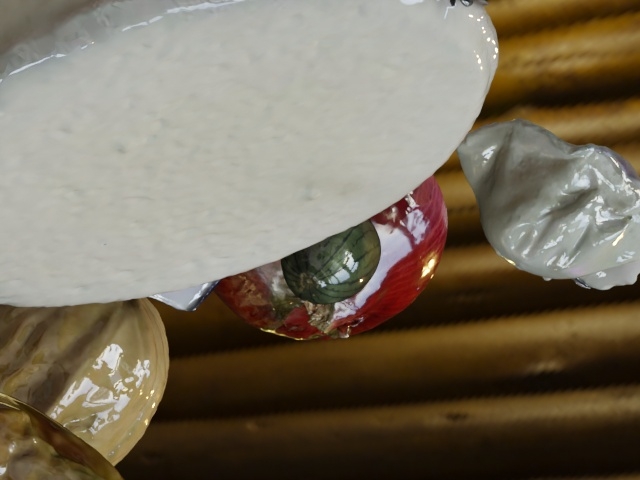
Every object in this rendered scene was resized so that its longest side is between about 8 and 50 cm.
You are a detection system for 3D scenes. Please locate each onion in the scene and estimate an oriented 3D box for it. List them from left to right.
[{"bbox_3d":[0.000,-0.009,1.603,0.248,0.248,0.161,-42,-153,-1],"label":"onion"}]

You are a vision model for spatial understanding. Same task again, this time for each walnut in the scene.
[{"bbox_3d":[-0.270,0.137,1.701,0.261,0.225,0.225,-51,-135,0],"label":"walnut"}]

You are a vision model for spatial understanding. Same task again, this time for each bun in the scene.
[{"bbox_3d":[-0.070,-0.099,0.728,0.263,0.263,0.175,-26,-114,15],"label":"bun"}]

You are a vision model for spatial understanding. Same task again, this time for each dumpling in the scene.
[{"bbox_3d":[0.193,-0.029,1.384,0.108,0.188,0.127,-55,-169,-33],"label":"dumpling"}]

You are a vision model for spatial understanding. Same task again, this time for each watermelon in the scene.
[{"bbox_3d":[0.009,0.010,1.411,0.078,0.078,0.110,-16,-174,23],"label":"watermelon"}]

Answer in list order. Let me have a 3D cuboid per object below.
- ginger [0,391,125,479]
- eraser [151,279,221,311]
[{"bbox_3d":[-0.229,0.179,1.137,0.321,0.172,0.165,23,-122,15],"label":"ginger"},{"bbox_3d":[-0.121,-0.087,1.494,0.130,0.086,0.287,-47,-146,32],"label":"eraser"}]
